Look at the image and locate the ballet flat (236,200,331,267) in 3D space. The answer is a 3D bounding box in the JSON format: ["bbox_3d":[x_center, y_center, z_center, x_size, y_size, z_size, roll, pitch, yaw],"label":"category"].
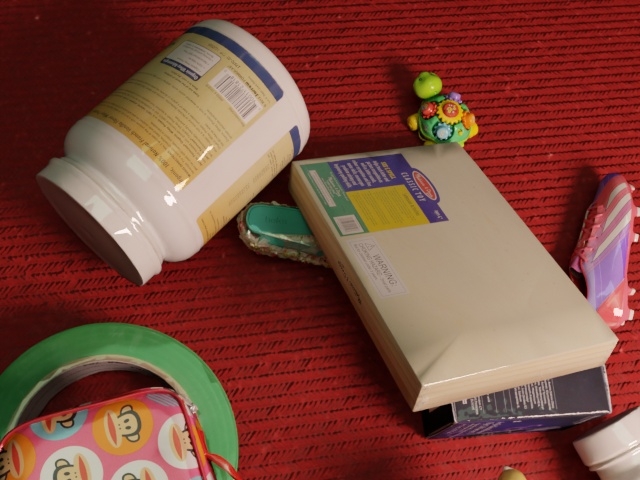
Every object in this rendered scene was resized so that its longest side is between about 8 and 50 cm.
[{"bbox_3d":[0.000,0.000,1.177,0.241,0.077,0.091,15,63,-3],"label":"ballet flat"}]

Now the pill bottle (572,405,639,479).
[{"bbox_3d":[0.430,0.337,1.072,0.131,0.131,0.229,-25,74,-15],"label":"pill bottle"}]

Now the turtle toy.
[{"bbox_3d":[0.184,-0.197,1.280,0.095,0.066,0.130,-27,75,-16],"label":"turtle toy"}]

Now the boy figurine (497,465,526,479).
[{"bbox_3d":[0.220,0.345,0.962,0.092,0.285,0.177,12,64,-3],"label":"boy figurine"}]

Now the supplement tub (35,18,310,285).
[{"bbox_3d":[-0.191,-0.116,1.115,0.228,0.228,0.316,41,69,9],"label":"supplement tub"}]

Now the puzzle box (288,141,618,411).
[{"bbox_3d":[0.153,0.020,1.083,0.272,0.052,0.409,-9,45,-21],"label":"puzzle box"}]

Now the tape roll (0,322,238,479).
[{"bbox_3d":[-0.261,0.265,1.033,0.321,0.077,0.321,2,72,-5],"label":"tape roll"}]

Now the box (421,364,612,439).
[{"bbox_3d":[0.246,0.191,1.094,0.207,0.153,0.108,-2,69,-7],"label":"box"}]

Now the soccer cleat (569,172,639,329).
[{"bbox_3d":[0.408,0.010,1.226,0.095,0.083,0.248,8,71,1],"label":"soccer cleat"}]

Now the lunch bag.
[{"bbox_3d":[-0.200,0.313,0.918,0.258,0.120,0.293,-14,73,-10],"label":"lunch bag"}]
